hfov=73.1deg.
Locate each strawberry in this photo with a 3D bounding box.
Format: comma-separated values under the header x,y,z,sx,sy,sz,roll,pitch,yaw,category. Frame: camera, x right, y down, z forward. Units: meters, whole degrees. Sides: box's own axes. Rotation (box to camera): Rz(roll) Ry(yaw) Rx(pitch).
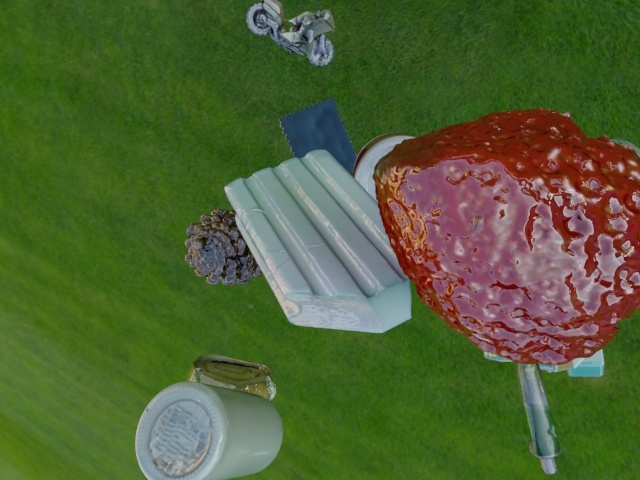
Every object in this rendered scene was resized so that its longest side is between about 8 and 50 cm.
x,y,z,sx,sy,sz,roll,pitch,yaw,category
0.176,-0.016,0.437,0.277,0.257,0.257,29,134,-13,strawberry

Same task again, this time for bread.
x,y,z,sx,sy,sz,roll,pitch,yaw,category
-0.152,0.246,0.745,0.156,0.117,0.064,11,95,13,bread

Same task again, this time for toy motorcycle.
x,y,z,sx,sy,sz,roll,pitch,yaw,category
-0.058,-0.514,1.024,0.229,0.094,0.129,18,105,-26,toy motorcycle

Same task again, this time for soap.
x,y,z,sx,sy,sz,roll,pitch,yaw,category
0.000,0.000,0.704,0.347,0.208,0.115,53,161,42,soap

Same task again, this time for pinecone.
x,y,z,sx,sy,sz,roll,pitch,yaw,category
-0.254,0.023,1.244,0.224,0.272,0.224,-8,75,32,pinecone

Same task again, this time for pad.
x,y,z,sx,sy,sz,roll,pitch,yaw,category
0.007,-0.317,1.432,0.012,0.269,0.269,-8,108,50,pad

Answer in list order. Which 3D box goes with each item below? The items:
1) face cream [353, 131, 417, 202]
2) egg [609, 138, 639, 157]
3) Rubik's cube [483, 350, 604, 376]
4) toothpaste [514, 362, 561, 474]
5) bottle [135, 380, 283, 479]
x,y,z,sx,sy,sz,roll,pitch,yaw,category
0.175,-0.143,0.992,0.201,0.187,0.201,1,107,3,face cream
0.513,-0.105,0.770,0.132,0.172,0.132,21,158,9,egg
0.439,0.163,0.868,0.224,0.265,0.213,-7,85,16,Rubik's cube
0.349,0.253,0.709,0.047,0.078,0.248,-12,86,18,toothpaste
-0.114,0.240,0.537,0.104,0.104,0.245,18,162,20,bottle
